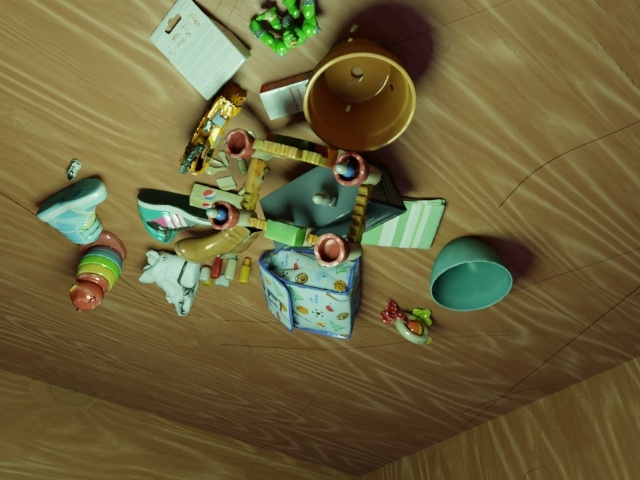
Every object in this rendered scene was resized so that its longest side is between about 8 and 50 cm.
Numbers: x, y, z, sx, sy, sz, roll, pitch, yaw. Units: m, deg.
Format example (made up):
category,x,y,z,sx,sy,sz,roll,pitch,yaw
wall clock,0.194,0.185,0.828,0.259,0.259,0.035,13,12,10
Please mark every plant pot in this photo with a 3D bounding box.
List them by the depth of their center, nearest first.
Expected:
category,x,y,z,sx,sy,sz,roll,pitch,yaw
plant pot,0.102,-0.417,1.368,0.291,0.203,0.290,0,136,0
plant pot,0.550,0.102,1.894,0.291,0.195,0.290,1,136,1

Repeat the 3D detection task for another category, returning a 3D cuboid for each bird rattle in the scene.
category,x,y,z,sx,sy,sz,roll,pitch,yaw
bird rattle,0.386,0.357,2.169,0.254,0.206,0.143,24,114,-34

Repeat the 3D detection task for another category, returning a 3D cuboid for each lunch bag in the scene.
category,x,y,z,sx,sy,sz,roll,pitch,yaw
lunch bag,-0.051,0.207,2.001,0.386,0.238,0.327,11,138,13

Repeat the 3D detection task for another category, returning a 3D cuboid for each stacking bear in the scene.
category,x,y,z,sx,sy,sz,roll,pitch,yaw
stacking bear,-0.849,0.134,1.893,0.176,0.288,0.164,-24,130,23

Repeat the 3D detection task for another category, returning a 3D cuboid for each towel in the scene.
category,x,y,z,sx,sy,sz,roll,pitch,yaw
towel,0.269,-0.068,1.843,0.325,0.038,0.247,4,136,-4

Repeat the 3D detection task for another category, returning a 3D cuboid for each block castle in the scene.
category,x,y,z,sx,sy,sz,roll,pitch,yaw
block castle,-0.084,-0.128,1.375,0.454,0.302,0.213,18,-173,29

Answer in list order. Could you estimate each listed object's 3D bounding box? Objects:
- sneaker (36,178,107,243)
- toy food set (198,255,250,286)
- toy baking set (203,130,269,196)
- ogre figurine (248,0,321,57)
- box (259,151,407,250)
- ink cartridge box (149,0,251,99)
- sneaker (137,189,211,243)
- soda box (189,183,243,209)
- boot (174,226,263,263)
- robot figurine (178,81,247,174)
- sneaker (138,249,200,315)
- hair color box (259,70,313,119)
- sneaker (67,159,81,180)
category,x,y,z,sx,sy,sz,roll,pitch,yaw
sneaker,-0.822,-0.093,1.783,0.319,0.127,0.208,-14,133,28
toy food set,-0.396,0.118,2.029,0.233,0.104,0.111,-8,152,34
toy baking set,-0.275,-0.247,1.674,0.256,0.030,0.197,-31,127,29
ogre figurine,-0.081,-0.563,1.308,0.197,0.096,0.118,-30,111,9
box,0.047,-0.110,1.601,0.343,0.178,0.313,-27,166,25
ink cartridge box,-0.331,-0.532,1.385,0.181,0.056,0.224,-35,107,31
sneaker,-0.507,-0.063,1.800,0.296,0.123,0.178,15,130,-4
soda box,-0.358,-0.137,1.748,0.182,0.061,0.058,15,151,-6
boot,-0.361,-0.004,1.817,0.284,0.108,0.220,11,144,-44
robot figurine,-0.326,-0.316,1.485,0.085,0.211,0.291,29,120,-16
sneaker,-0.610,0.166,2.040,0.211,0.137,0.365,17,138,-5
hair color box,-0.083,-0.424,1.472,0.168,0.053,0.093,-11,133,14
sneaker,-0.833,-0.236,1.695,0.032,0.036,0.083,23,130,-18
